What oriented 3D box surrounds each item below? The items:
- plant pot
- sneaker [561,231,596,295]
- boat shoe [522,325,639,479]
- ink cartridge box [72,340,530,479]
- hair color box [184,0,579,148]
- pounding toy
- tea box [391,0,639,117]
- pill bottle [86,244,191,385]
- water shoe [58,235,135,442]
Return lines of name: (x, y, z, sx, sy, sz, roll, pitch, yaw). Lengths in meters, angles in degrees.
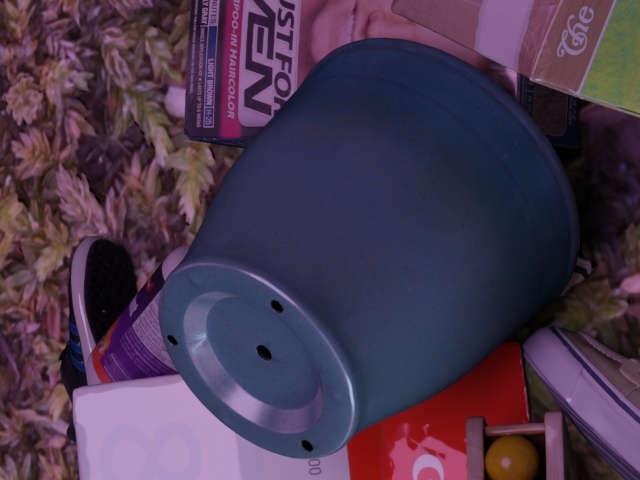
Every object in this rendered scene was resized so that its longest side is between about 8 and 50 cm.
plant pot: (0.019, 0.022, 1.536, 0.272, 0.255, 0.271, 24, 136, 26)
sneaker: (0.189, -0.010, 1.627, 0.044, 0.040, 0.109, -30, 75, 20)
boat shoe: (0.266, 0.144, 1.505, 0.094, 0.109, 0.302, -42, 42, -4)
ink cartridge box: (-0.010, 0.254, 1.663, 0.385, 0.091, 0.308, -9, 82, 20)
hair color box: (0.049, -0.166, 1.697, 0.347, 0.105, 0.174, 2, 88, 36)
pounding toy: (0.119, 0.266, 1.528, 0.155, 0.154, 0.269, -5, 64, 15)
tea box: (0.275, -0.244, 1.366, 0.220, 0.323, 0.329, 39, 112, 60)
pill bottle: (-0.117, 0.073, 1.801, 0.193, 0.108, 0.108, -50, 60, 23)
water shoe: (-0.223, 0.098, 1.902, 0.080, 0.073, 0.203, -14, 77, 40)
